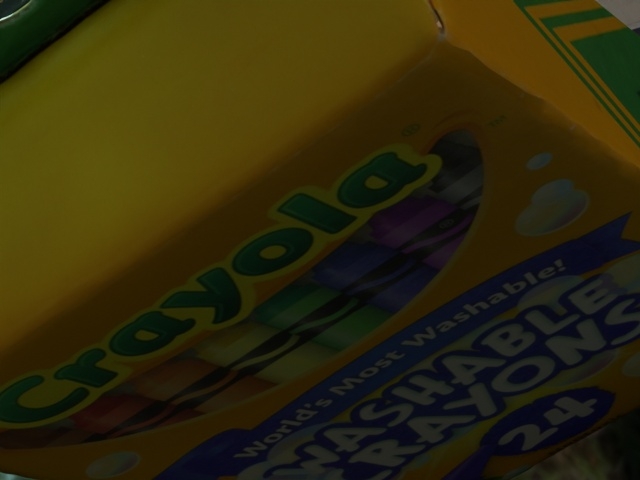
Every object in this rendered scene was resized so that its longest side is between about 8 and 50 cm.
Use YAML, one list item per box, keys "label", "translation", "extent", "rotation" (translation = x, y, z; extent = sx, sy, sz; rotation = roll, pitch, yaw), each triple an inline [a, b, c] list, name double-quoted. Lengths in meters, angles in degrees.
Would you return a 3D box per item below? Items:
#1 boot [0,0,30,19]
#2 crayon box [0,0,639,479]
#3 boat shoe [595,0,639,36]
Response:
- label: "boot"
  translation: [-0.097, -0.237, 0.781]
  extent: [0.223, 0.118, 0.338]
  rotation: [45, 59, 7]
- label: "crayon box"
  translation: [0.000, 0.000, 0.546]
  extent: [0.323, 0.203, 0.083]
  rotation: [25, 39, -51]
- label: "boat shoe"
  translation: [0.032, -0.082, 0.768]
  extent: [0.367, 0.136, 0.156]
  rotation: [-21, 68, -44]
